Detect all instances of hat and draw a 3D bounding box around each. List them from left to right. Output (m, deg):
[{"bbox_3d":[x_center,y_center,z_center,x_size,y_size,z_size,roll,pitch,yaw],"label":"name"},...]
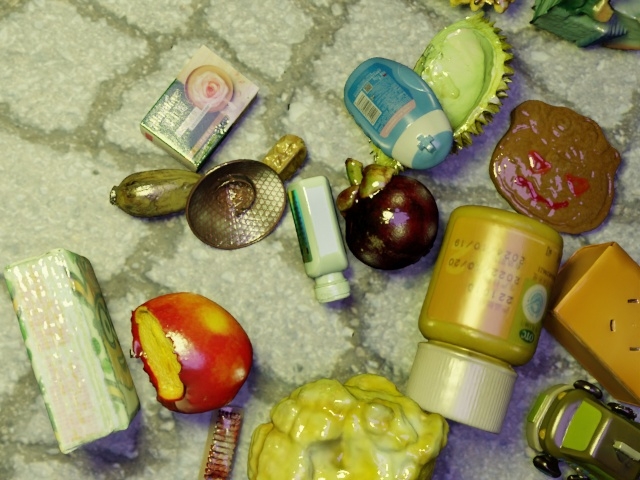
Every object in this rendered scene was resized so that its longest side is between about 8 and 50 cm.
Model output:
[{"bbox_3d":[-0.166,-0.083,1.435,0.193,0.082,0.193,-14,128,-18],"label":"hat"}]

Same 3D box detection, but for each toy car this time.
[{"bbox_3d":[0.541,0.392,1.463,0.248,0.198,0.204,33,80,-7],"label":"toy car"}]

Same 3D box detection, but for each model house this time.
[{"bbox_3d":[0.643,-0.518,1.544,0.329,0.251,0.295,24,81,-14],"label":"model house"}]

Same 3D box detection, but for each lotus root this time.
[{"bbox_3d":[-0.296,-0.086,1.406,0.179,0.089,0.081,-8,128,-15],"label":"lotus root"}]

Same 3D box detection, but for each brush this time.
[{"bbox_3d":[-0.198,0.464,1.399,0.060,0.050,0.321,14,84,-13],"label":"brush"}]

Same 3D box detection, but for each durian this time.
[{"bbox_3d":[0.245,-0.276,1.489,0.198,0.163,0.394,41,86,-2],"label":"durian"}]

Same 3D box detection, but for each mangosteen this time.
[{"bbox_3d":[0.113,-0.055,1.421,0.194,0.194,0.230,-42,95,-11],"label":"mangosteen"}]

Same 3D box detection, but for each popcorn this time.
[{"bbox_3d":[0.040,0.370,1.334,0.334,0.292,0.294,2,93,-3],"label":"popcorn"}]

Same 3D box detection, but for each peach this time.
[{"bbox_3d":[-0.237,0.194,1.340,0.226,0.190,0.196,29,90,-14],"label":"peach"}]

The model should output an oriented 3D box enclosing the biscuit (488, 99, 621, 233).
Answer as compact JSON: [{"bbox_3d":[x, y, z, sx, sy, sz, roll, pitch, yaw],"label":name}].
[{"bbox_3d":[0.488,-0.148,1.576,0.273,0.049,0.257,26,81,-9],"label":"biscuit"}]

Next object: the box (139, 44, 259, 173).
[{"bbox_3d":[-0.225,-0.243,1.434,0.135,0.081,0.199,37,78,-6],"label":"box"}]

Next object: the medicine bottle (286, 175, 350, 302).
[{"bbox_3d":[0.000,0.000,1.433,0.083,0.121,0.229,-12,88,-12],"label":"medicine bottle"}]

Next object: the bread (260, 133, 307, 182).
[{"bbox_3d":[-0.070,-0.153,1.466,0.066,0.060,0.110,43,76,-18],"label":"bread"}]

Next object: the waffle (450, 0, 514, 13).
[{"bbox_3d":[0.307,-0.607,1.552,0.329,0.062,0.329,2,74,-9],"label":"waffle"}]

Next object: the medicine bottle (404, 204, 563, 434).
[{"bbox_3d":[0.297,0.145,1.424,0.224,0.224,0.384,20,82,-8],"label":"medicine bottle"}]

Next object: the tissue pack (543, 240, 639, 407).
[{"bbox_3d":[0.580,0.169,1.518,0.274,0.145,0.194,45,78,-3],"label":"tissue pack"}]

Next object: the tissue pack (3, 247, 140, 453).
[{"bbox_3d":[-0.412,0.177,1.290,0.128,0.228,0.311,-20,88,-11],"label":"tissue pack"}]

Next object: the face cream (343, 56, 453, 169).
[{"bbox_3d":[0.151,-0.234,1.430,0.149,0.083,0.264,-44,55,13],"label":"face cream"}]
